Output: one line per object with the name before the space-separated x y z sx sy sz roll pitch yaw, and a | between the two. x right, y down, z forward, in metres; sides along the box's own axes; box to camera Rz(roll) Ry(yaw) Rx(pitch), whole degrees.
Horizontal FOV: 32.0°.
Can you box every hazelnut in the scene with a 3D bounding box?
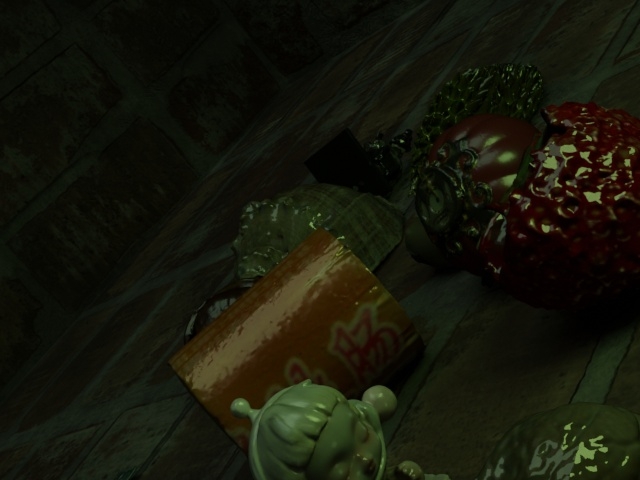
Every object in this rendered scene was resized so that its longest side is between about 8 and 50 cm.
hazelnut | -0.129 0.147 1.867 0.161 0.170 0.201 -17 -25 -41

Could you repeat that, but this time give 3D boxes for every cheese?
cheese | 0.221 -0.036 1.706 0.202 0.091 0.175 -40 14 2
cheese | -0.357 0.436 1.894 0.067 0.026 0.120 -25 21 43

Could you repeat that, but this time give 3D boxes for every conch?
conch | -0.009 -0.012 2.010 0.297 0.210 0.352 2 45 48

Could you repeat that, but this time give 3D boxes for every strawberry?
strawberry | 0.322 -0.030 1.275 0.261 0.258 0.261 -64 -3 -6

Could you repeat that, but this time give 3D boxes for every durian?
durian | 0.305 -0.215 2.055 0.394 0.163 0.198 -46 -23 -35

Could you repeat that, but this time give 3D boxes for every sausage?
sausage | -0.032 0.158 1.516 0.287 0.233 0.233 -41 15 -4

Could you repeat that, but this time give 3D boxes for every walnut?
walnut | 0.196 0.234 0.888 0.230 0.178 0.178 -58 20 -17

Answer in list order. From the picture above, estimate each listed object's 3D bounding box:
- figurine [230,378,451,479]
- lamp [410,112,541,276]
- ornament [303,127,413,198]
figurine | 0.027 0.230 1.119 0.182 0.256 0.144 -46 14 -12
lamp | 0.237 -0.061 1.518 0.227 0.227 0.227 -37 16 12
ornament | 0.113 -0.162 2.258 0.196 0.166 0.153 -36 1 -41
